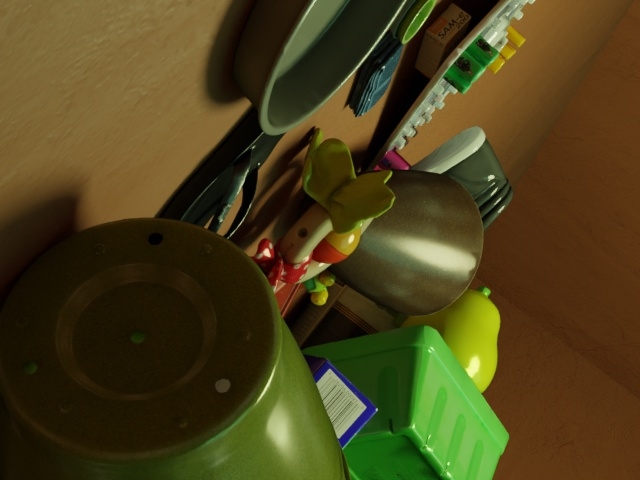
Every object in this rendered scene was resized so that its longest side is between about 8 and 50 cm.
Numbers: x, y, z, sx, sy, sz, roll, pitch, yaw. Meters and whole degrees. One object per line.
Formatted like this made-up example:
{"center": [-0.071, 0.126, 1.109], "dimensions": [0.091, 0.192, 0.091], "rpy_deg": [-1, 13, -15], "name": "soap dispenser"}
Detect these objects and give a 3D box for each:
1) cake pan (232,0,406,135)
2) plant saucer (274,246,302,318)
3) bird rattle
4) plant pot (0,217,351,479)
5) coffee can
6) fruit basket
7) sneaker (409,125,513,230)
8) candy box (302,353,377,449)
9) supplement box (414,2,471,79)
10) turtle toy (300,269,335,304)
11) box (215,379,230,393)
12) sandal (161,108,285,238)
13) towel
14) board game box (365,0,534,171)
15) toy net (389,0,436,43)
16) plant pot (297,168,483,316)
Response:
{"center": [0.016, -0.233, 1.338], "dimensions": [0.293, 0.054, 0.293], "rpy_deg": [-50, 170, -13], "name": "cake pan"}
{"center": [-0.109, 0.121, 2.011], "dimensions": [0.259, 0.048, 0.258], "rpy_deg": [-40, 164, -47], "name": "plant saucer"}
{"center": [0.000, 0.000, 1.754], "dimensions": [0.253, 0.143, 0.207], "rpy_deg": [-57, 160, 12], "name": "bird rattle"}
{"center": [-0.150, 0.172, 1.279], "dimensions": [0.366, 0.366, 0.353], "rpy_deg": [-48, 157, -27], "name": "plant pot"}
{"center": [0.080, 0.138, 2.471], "dimensions": [0.275, 0.201, 0.201], "rpy_deg": [-52, 170, -6], "name": "coffee can"}
{"center": [0.160, 0.241, 2.324], "dimensions": [0.283, 0.392, 0.392], "rpy_deg": [-14, -174, 23], "name": "fruit basket"}
{"center": [0.170, -0.044, 2.193], "dimensions": [0.296, 0.147, 0.104], "rpy_deg": [-32, -162, 26], "name": "sneaker"}
{"center": [-0.099, 0.289, 2.038], "dimensions": [0.268, 0.122, 0.317], "rpy_deg": [-47, -163, -15], "name": "candy box"}
{"center": [0.168, -0.272, 1.927], "dimensions": [0.062, 0.036, 0.098], "rpy_deg": [-48, 169, -21], "name": "supplement box"}
{"center": [-0.005, 0.028, 2.096], "dimensions": [0.130, 0.066, 0.095], "rpy_deg": [111, -4, -49], "name": "turtle toy"}
{"center": [-0.135, 0.226, 1.828], "dimensions": [0.091, 0.170, 0.130], "rpy_deg": [75, 39, -77], "name": "box"}
{"center": [-0.091, -0.057, 1.452], "dimensions": [0.254, 0.054, 0.097], "rpy_deg": [-52, 170, -5], "name": "sandal"}
{"center": [0.073, -0.208, 1.746], "dimensions": [0.067, 0.029, 0.119], "rpy_deg": [-47, 168, -31], "name": "towel"}
{"center": [0.245, -0.276, 2.071], "dimensions": [0.390, 0.050, 0.390], "rpy_deg": [-47, 177, -28], "name": "board game box"}
{"center": [0.143, -0.334, 1.585], "dimensions": [0.122, 0.045, 0.232], "rpy_deg": [-40, 163, -51], "name": "toy net"}
{"center": [0.078, -0.014, 1.970], "dimensions": [0.230, 0.215, 0.215], "rpy_deg": [16, 114, -52], "name": "plant pot"}
